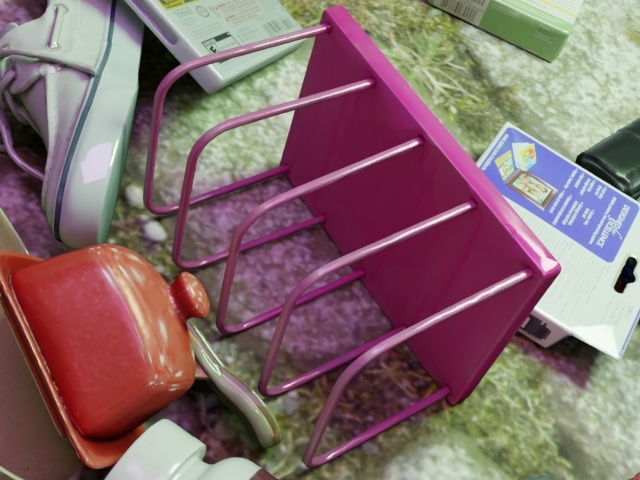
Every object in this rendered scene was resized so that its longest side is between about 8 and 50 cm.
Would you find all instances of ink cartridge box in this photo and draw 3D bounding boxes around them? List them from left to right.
[{"bbox_3d":[0.252,-0.338,1.205,0.171,0.056,0.235,26,53,5],"label":"ink cartridge box"},{"bbox_3d":[0.222,0.003,0.939,0.208,0.045,0.206,32,51,10],"label":"ink cartridge box"}]

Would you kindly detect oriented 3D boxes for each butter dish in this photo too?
[{"bbox_3d":[-0.134,0.062,0.675,0.118,0.160,0.160,-28,81,1],"label":"butter dish"}]

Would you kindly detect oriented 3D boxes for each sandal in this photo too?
[{"bbox_3d":[-0.103,0.102,0.762,0.049,0.072,0.180,-41,76,-13],"label":"sandal"}]

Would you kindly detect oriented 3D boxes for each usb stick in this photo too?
[{"bbox_3d":[0.388,-0.116,1.081,0.278,0.045,0.077,-30,59,-32],"label":"usb stick"}]

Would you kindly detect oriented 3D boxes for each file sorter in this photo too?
[{"bbox_3d":[0.000,0.000,0.776,0.182,0.202,0.291,-22,63,-28],"label":"file sorter"}]

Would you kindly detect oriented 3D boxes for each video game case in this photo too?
[{"bbox_3d":[-0.124,-0.250,0.950,0.206,0.026,0.227,48,30,-3],"label":"video game case"}]

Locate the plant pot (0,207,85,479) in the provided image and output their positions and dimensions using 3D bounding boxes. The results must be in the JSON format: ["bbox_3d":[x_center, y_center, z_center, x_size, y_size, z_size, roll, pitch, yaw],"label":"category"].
[{"bbox_3d":[-0.303,0.072,0.617,0.190,0.284,0.284,-28,62,1],"label":"plant pot"}]

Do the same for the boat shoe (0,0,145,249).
[{"bbox_3d":[-0.241,-0.146,0.858,0.156,0.136,0.367,8,49,-12],"label":"boat shoe"}]

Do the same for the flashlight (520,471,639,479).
[{"bbox_3d":[0.265,0.196,0.777,0.304,0.103,0.103,-11,84,-19],"label":"flashlight"}]

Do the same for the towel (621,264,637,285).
[{"bbox_3d":[0.362,0.046,0.959,0.119,0.029,0.067,-8,57,-22],"label":"towel"}]

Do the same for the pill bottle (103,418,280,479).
[{"bbox_3d":[-0.045,0.223,0.643,0.221,0.121,0.121,34,52,9],"label":"pill bottle"}]
